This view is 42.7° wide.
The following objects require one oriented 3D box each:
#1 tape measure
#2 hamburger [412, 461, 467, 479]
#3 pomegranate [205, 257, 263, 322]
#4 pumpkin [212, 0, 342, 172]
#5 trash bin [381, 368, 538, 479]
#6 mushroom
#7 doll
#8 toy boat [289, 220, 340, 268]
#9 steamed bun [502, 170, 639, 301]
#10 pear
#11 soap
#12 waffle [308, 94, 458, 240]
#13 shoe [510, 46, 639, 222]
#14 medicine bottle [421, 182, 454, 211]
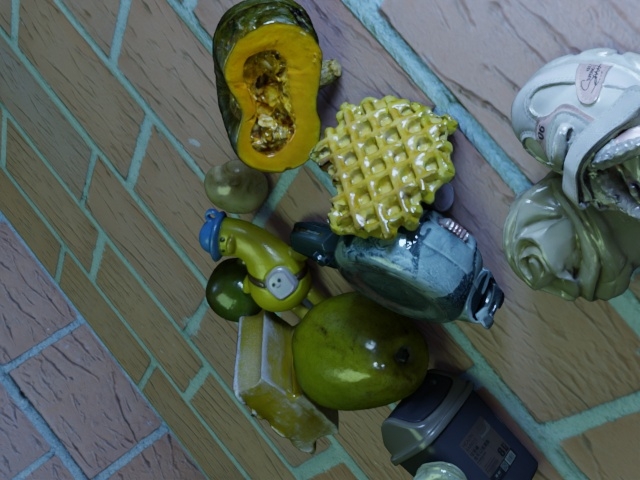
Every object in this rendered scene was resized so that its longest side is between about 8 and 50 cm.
[{"bbox_3d":[0.162,0.039,1.453,0.256,0.147,0.275,6,151,49],"label":"tape measure"},{"bbox_3d":[0.224,0.452,1.535,0.121,0.054,0.084,-20,104,35],"label":"hamburger"},{"bbox_3d":[-0.187,0.108,2.003,0.179,0.179,0.210,44,139,16],"label":"pomegranate"},{"bbox_3d":[-0.073,-0.282,1.472,0.139,0.222,0.317,-119,19,-49],"label":"pumpkin"},{"bbox_3d":[0.275,0.417,1.650,0.290,0.209,0.182,46,139,4],"label":"trash bin"},{"bbox_3d":[-0.189,-0.122,1.839,0.148,0.112,0.148,14,152,8],"label":"mushroom"},{"bbox_3d":[-0.123,0.053,1.877,0.363,0.145,0.199,42,116,-10],"label":"doll"},{"bbox_3d":[0.000,0.000,1.743,0.093,0.103,0.246,52,165,-22],"label":"toy boat"},{"bbox_3d":[0.357,0.003,1.206,0.218,0.144,0.211,37,144,25],"label":"steamed bun"},{"bbox_3d":[0.077,0.232,1.693,0.307,0.253,0.252,-4,116,58],"label":"pear"},{"bbox_3d":[-0.079,0.308,1.878,0.143,0.281,0.259,-40,116,21],"label":"soap"},{"bbox_3d":[0.093,-0.123,1.365,0.291,0.291,0.051,29,174,35],"label":"waffle"},{"bbox_3d":[0.370,-0.126,1.018,0.351,0.198,0.171,17,131,43],"label":"shoe"},{"bbox_3d":[0.149,-0.084,1.481,0.199,0.058,0.057,7,125,49],"label":"medicine bottle"}]
